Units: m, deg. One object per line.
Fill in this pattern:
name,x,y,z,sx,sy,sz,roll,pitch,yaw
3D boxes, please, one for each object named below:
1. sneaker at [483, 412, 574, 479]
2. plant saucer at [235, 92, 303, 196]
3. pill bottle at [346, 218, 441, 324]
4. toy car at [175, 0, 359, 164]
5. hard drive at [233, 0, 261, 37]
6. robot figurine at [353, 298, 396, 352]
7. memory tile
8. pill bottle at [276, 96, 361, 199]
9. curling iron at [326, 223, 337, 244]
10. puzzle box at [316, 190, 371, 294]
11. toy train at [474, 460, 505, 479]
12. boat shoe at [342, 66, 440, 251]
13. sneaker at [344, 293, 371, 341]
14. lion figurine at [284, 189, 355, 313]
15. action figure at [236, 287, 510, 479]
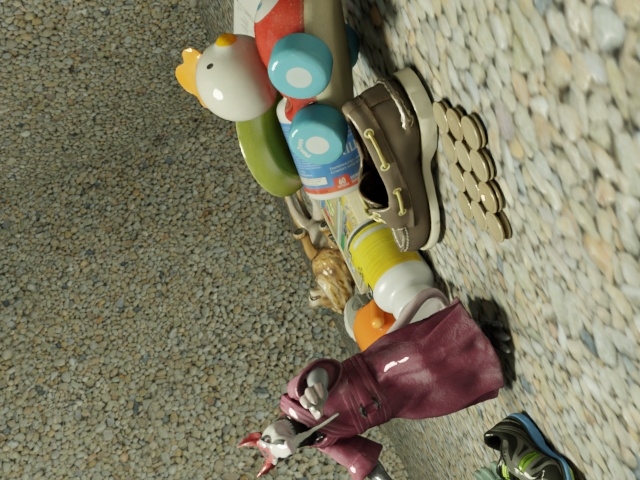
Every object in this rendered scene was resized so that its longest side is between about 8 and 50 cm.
sneaker,0.268,0.294,0.989,0.188,0.078,0.067,-127,15,-63
plant saucer,-0.063,-0.197,1.351,0.241,0.037,0.240,17,-110,-58
pill bottle,0.120,0.051,1.251,0.184,0.103,0.103,-119,8,-45
toy car,-0.083,-0.229,0.998,0.210,0.238,0.219,74,-161,-49
hard drive,-0.096,-0.411,1.197,0.203,0.040,0.307,-121,31,-54
robot figurine,0.139,0.193,1.496,0.219,0.128,0.158,-123,36,-58
memory tile,0.163,-0.076,0.838,0.113,0.012,0.148,-127,15,-65
pill bottle,0.000,-0.190,1.296,0.124,0.124,0.221,-126,14,-65
curling iron,0.011,-0.111,1.871,0.068,0.035,0.273,-9,-104,-58
puzzle box,0.060,-0.055,1.621,0.409,0.052,0.272,88,158,-73
toy train,0.291,0.484,1.291,0.190,0.142,0.334,54,170,19
boat shoe,0.093,-0.081,1.014,0.324,0.097,0.116,76,169,-56
sneaker,0.141,0.213,1.861,0.281,0.105,0.115,-117,37,-49
lion figurine,0.000,0.000,2.106,0.392,0.142,0.240,-99,-15,-49
action figure,0.057,0.187,1.034,0.275,0.370,0.248,-121,10,-58
